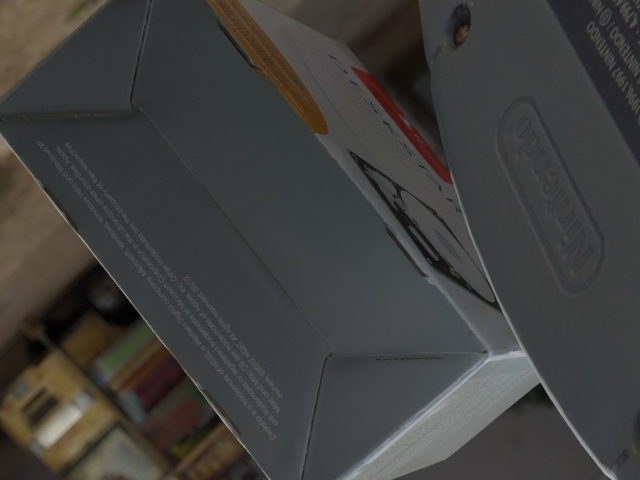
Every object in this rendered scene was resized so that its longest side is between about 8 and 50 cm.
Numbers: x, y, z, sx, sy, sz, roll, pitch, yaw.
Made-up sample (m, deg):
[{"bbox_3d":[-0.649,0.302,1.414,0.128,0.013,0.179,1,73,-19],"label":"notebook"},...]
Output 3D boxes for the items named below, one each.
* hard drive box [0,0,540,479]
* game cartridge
[{"bbox_3d":[0.000,0.000,0.730,0.089,0.181,0.232,-41,169,10],"label":"hard drive box"},{"bbox_3d":[0.113,-0.053,0.478,0.196,0.060,0.294,-51,-146,26],"label":"game cartridge"}]
